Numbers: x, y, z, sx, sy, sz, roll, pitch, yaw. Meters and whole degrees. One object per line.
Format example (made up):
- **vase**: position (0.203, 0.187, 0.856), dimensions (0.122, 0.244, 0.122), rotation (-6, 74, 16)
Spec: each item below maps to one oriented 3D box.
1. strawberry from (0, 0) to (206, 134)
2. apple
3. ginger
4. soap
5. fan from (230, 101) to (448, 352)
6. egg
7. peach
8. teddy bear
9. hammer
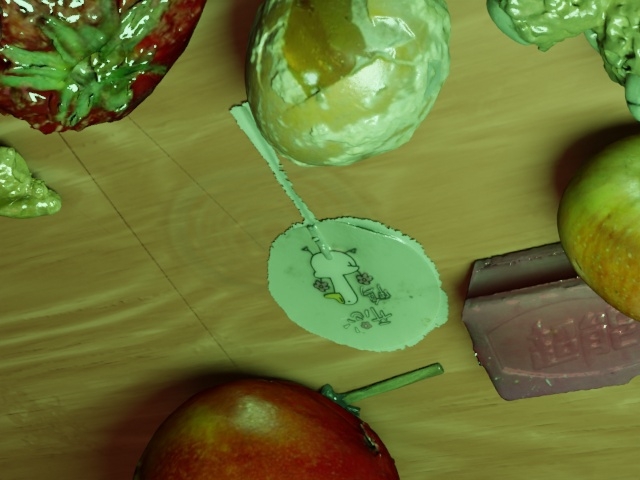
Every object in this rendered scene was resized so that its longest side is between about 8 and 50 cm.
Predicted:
- **strawberry**: position (-0.239, -0.253, 1.023), dimensions (0.274, 0.220, 0.274), rotation (-24, 153, -13)
- **apple**: position (0.356, -0.006, 1.057), dimensions (0.234, 0.210, 0.173), rotation (16, 140, 21)
- **ginger**: position (-0.430, -0.072, 1.319), dimensions (0.205, 0.081, 0.115), rotation (1, 163, 5)
- **soap**: position (0.300, 0.082, 1.230), dimensions (0.250, 0.099, 0.162), rotation (-15, 118, 28)
- **fan**: position (0.000, 0.001, 1.299), dimensions (0.233, 0.012, 0.415), rotation (-17, 125, 28)
- **egg**: position (0.022, -0.170, 1.020), dimensions (0.195, 0.195, 0.233), rotation (37, 125, -16)
- **peach**: position (-0.061, 0.350, 1.412), dimensions (0.370, 0.370, 0.370), rotation (9, 133, 9)
- **teddy bear**: position (0.293, -0.178, 0.909), dimensions (0.267, 0.156, 0.256), rotation (29, -179, 21)
- **hammer**: position (0.089, 0.201, 1.450), dimensions (0.182, 0.017, 0.062), rotation (-22, 122, 30)
